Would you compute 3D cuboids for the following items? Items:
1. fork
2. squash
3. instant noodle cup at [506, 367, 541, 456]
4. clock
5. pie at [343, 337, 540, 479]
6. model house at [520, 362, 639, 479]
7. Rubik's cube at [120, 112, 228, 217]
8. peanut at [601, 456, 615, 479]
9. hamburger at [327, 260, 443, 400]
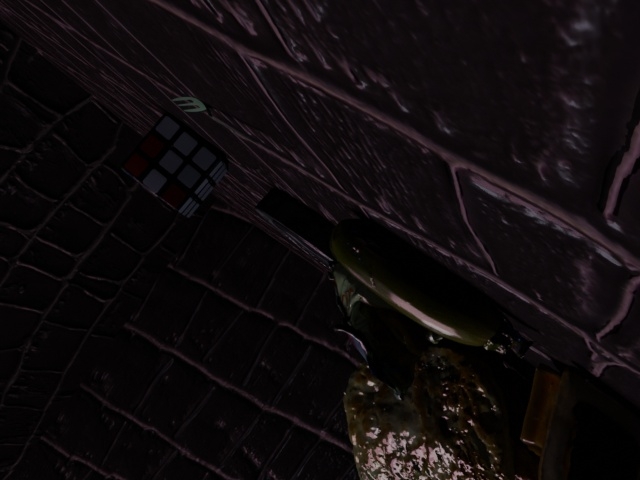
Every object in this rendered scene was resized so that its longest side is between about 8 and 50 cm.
[{"bbox_3d":[-0.145,-0.175,1.081,0.235,0.021,0.039,30,177,46],"label":"fork"},{"bbox_3d":[0.144,0.071,1.060,0.331,0.087,0.087,33,175,20],"label":"squash"},{"bbox_3d":[0.447,0.401,1.606,0.215,0.216,0.236,38,168,-26],"label":"instant noodle cup"},{"bbox_3d":[-0.001,0.001,1.601,0.312,0.061,0.312,36,176,3],"label":"clock"},{"bbox_3d":[0.220,0.391,1.549,0.180,0.418,0.395,-6,-107,-53],"label":"pie"},{"bbox_3d":[0.372,0.320,1.136,0.173,0.268,0.239,16,179,-5],"label":"model house"},{"bbox_3d":[-0.315,-0.163,1.661,0.162,0.163,0.160,39,176,2],"label":"Rubik's cube"},{"bbox_3d":[0.516,0.378,1.159,0.129,0.129,0.224,37,178,-17],"label":"peanut"},{"bbox_3d":[0.140,0.145,1.388,0.260,0.150,0.276,44,-159,-33],"label":"hamburger"}]
